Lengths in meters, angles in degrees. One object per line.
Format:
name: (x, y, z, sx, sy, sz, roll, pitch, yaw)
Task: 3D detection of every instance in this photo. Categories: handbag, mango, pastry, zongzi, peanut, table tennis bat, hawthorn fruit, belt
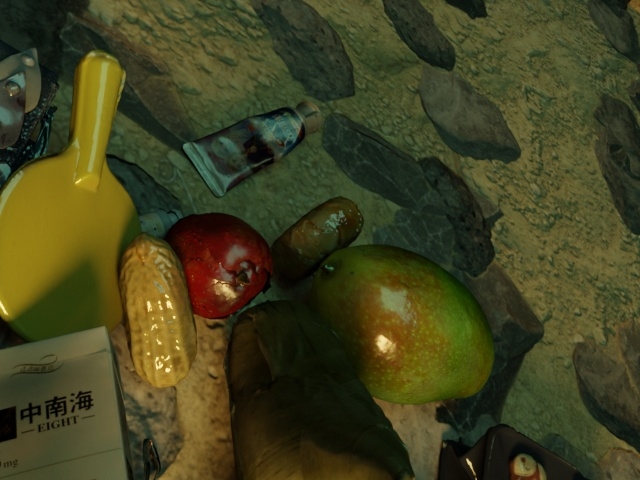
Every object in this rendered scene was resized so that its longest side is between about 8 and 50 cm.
handbag: (0.311, 0.467, 1.297, 0.303, 0.122, 0.329, 33, 46, -22)
mango: (0.136, 0.138, 1.310, 0.382, 0.201, 0.225, 31, 29, -41)
pastry: (-0.003, -0.004, 1.314, 0.153, 0.153, 0.081, -22, 71, -48)
zongzi: (-0.003, 0.180, 1.016, 0.174, 0.393, 0.356, -2, 57, -18)
peanut: (-0.197, 0.084, 1.087, 0.093, 0.083, 0.194, -16, 101, -61)
table tennis bat: (-0.290, -0.051, 1.057, 0.224, 0.054, 0.368, 20, 73, -53)
hawthorn fruit: (-0.127, 0.036, 1.157, 0.148, 0.172, 0.148, -4, 97, -33)
belt: (-0.389, -0.130, 1.065, 0.128, 0.122, 0.218, 32, 53, -25)

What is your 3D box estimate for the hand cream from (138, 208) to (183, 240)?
hand cream: (-0.250, -0.004, 1.163, 0.171, 0.043, 0.065, -24, 90, -46)

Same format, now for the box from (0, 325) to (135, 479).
box: (-0.268, 0.210, 0.883, 0.155, 0.067, 0.242, -11, 48, -8)

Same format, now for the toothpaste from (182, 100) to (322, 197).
toothpaste: (-0.098, -0.156, 1.411, 0.266, 0.061, 0.096, -34, 88, -43)

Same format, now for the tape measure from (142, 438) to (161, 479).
tape measure: (-0.247, 0.277, 0.977, 0.180, 0.107, 0.104, 27, 66, -79)
